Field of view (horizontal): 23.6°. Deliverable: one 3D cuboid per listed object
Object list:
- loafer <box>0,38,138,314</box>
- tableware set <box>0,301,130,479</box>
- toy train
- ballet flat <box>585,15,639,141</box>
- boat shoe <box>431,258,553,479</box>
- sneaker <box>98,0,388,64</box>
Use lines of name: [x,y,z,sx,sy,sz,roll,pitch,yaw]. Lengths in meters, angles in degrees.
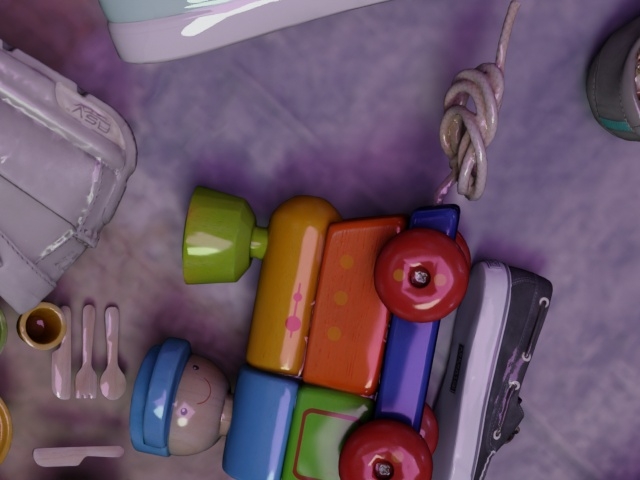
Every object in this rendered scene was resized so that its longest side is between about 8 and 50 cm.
loafer: [-0.230,-0.077,0.643,0.319,0.112,0.111,31,87,-16]
tableware set: [-0.138,0.101,0.713,0.104,0.024,0.154,3,85,-25]
toy train: [0.000,0.000,0.719,0.143,0.105,0.248,10,94,5]
ballet flat: [0.219,-0.124,0.734,0.213,0.068,0.072,-45,106,2]
boat shoe: [0.083,0.081,0.768,0.040,0.049,0.142,10,99,-13]
sneaker: [0.012,-0.183,0.666,0.255,0.094,0.151,-18,111,-3]
